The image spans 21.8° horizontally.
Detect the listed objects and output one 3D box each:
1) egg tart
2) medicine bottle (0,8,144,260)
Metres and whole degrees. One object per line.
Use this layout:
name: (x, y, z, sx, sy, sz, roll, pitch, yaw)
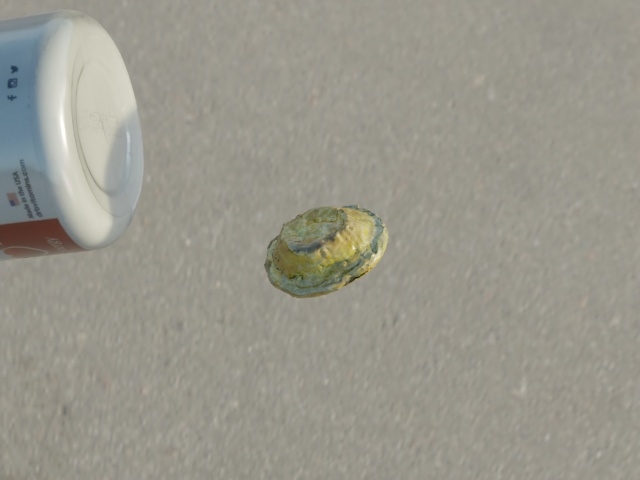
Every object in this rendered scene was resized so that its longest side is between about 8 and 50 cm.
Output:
egg tart: (0.000, 0.000, 1.615, 0.129, 0.049, 0.128, -15, 38, 12)
medicine bottle: (-0.275, -0.057, 1.098, 0.289, 0.157, 0.157, -7, 50, 14)
